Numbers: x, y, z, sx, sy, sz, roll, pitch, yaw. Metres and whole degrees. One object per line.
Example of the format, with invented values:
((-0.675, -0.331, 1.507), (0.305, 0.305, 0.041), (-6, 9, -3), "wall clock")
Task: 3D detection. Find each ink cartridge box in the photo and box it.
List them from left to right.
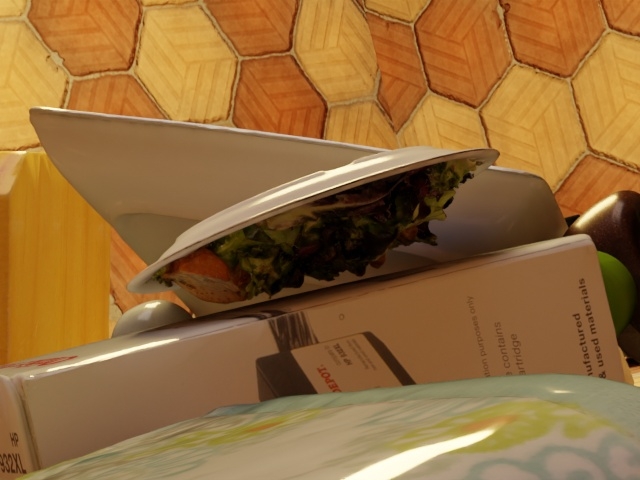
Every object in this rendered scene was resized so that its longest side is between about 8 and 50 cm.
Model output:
((-0.029, 0.098, 0.896), (0.307, 0.129, 0.223), (-13, 0, -26), "ink cartridge box")

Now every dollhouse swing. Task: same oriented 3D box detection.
((-0.337, 0.103, 1.549), (0.315, 0.305, 0.347), (-14, 0, 10), "dollhouse swing")

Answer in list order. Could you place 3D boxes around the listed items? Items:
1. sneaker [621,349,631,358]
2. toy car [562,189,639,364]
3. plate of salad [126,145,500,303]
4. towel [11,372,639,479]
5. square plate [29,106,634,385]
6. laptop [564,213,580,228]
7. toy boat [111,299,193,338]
((0.234, 0.069, 1.509), (0.227, 0.087, 0.130), (-9, -7, 12), "sneaker")
((0.233, -0.009, 0.965), (0.188, 0.149, 0.155), (-55, -12, 24), "toy car")
((0.000, 0.000, 0.878), (0.200, 0.048, 0.200), (-20, -7, -3), "plate of salad")
((-0.090, 0.129, 0.533), (0.320, 0.090, 0.374), (-17, 0, -24), "towel")
((0.015, 0.026, 1.170), (0.344, 0.049, 0.347), (9, -21, 23), "square plate")
((0.125, 0.078, 1.824), (0.234, 0.136, 0.264), (-13, -2, -23), "laptop")
((-0.204, 0.139, 1.181), (0.318, 0.148, 0.267), (-13, -2, -40), "toy boat")
